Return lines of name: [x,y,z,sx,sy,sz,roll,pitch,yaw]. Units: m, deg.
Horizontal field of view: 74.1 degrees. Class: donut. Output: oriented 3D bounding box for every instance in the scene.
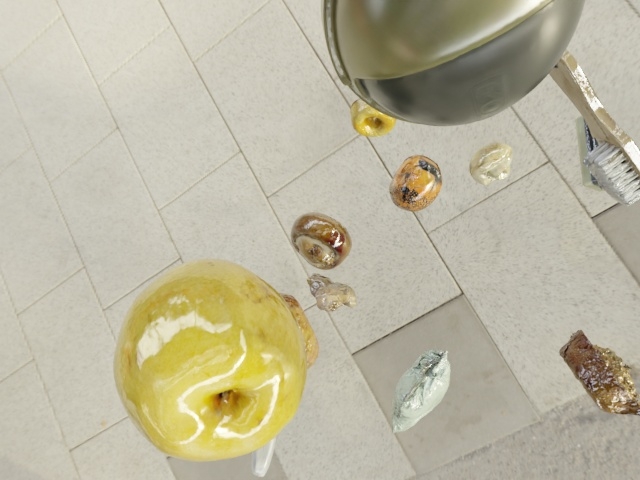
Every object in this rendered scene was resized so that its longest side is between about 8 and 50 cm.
donut: [0.153,-0.352,1.221,0.151,0.152,0.058,1,72,16]

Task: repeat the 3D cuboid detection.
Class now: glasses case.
glasses case: [-0.119,0.411,0.941,0.049,0.076,0.197,10,61,-3]

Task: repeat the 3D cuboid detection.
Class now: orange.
orange: [0.383,-0.228,1.722,0.182,0.234,0.235,21,94,-24]

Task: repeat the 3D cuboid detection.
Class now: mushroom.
mushroom: [0.531,-0.239,1.315,0.148,0.148,0.112,-41,52,10]
mushroom: [0.000,0.000,1.581,0.253,0.253,0.153,26,54,16]

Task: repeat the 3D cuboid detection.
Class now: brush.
brush: [0.444,-0.170,0.688,0.065,0.070,0.327,-42,109,12]

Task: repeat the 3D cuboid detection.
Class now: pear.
pear: [-0.169,0.178,0.676,0.314,0.314,0.315,-1,87,16]

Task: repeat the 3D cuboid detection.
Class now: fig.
fig: [-0.193,0.344,1.377,0.368,0.286,0.286,-29,78,-20]

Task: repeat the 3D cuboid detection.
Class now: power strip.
power strip: [0.888,-0.281,1.366,0.105,0.070,0.257,9,74,-27]

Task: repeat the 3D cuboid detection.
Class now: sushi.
sushi: [0.338,0.157,0.509,0.060,0.061,0.118,-33,51,16]

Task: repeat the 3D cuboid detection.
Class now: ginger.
ginger: [0.024,0.127,1.073,0.122,0.290,0.084,42,88,-5]

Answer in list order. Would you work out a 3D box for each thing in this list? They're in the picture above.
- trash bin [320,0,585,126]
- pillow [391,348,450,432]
trash bin: [0.106,-0.231,0.391,0.214,0.214,0.334,-18,39,15]
pillow: [0.353,0.542,1.513,0.138,0.310,0.283,35,63,29]
